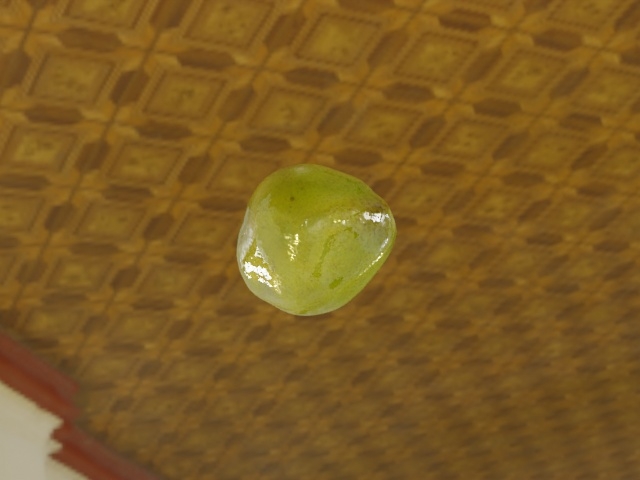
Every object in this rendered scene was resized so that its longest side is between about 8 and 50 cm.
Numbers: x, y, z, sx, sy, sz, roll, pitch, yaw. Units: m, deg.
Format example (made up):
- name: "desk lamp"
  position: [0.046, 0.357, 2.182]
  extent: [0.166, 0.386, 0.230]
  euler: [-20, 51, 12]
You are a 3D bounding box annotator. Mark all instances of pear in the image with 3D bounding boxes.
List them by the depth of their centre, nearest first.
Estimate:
- name: "pear"
  position: [0.000, 0.000, 0.757]
  extent: [0.097, 0.092, 0.092]
  euler: [-7, 153, 22]
